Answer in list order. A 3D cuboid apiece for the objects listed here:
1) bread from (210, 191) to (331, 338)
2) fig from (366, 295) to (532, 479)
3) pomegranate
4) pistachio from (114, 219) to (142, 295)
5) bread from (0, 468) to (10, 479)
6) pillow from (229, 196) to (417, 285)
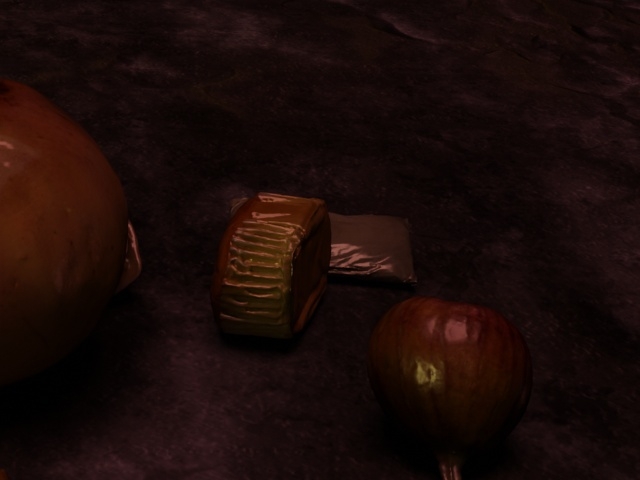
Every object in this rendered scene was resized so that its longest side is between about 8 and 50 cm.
[{"bbox_3d":[-0.055,0.025,1.580,0.114,0.132,0.190,7,23,7],"label":"bread"},{"bbox_3d":[0.131,0.146,1.380,0.149,0.202,0.148,-16,-6,-19],"label":"fig"},{"bbox_3d":[-0.349,-0.020,1.393,0.338,0.338,0.338,5,25,-2],"label":"pomegranate"},{"bbox_3d":[-0.294,-0.014,1.627,0.223,0.126,0.152,25,65,26],"label":"pistachio"},{"bbox_3d":[-0.341,0.333,0.968,0.233,0.245,0.361,5,55,-4],"label":"bread"},{"bbox_3d":[0.000,0.000,1.743,0.230,0.050,0.148,4,34,-1],"label":"pillow"}]
